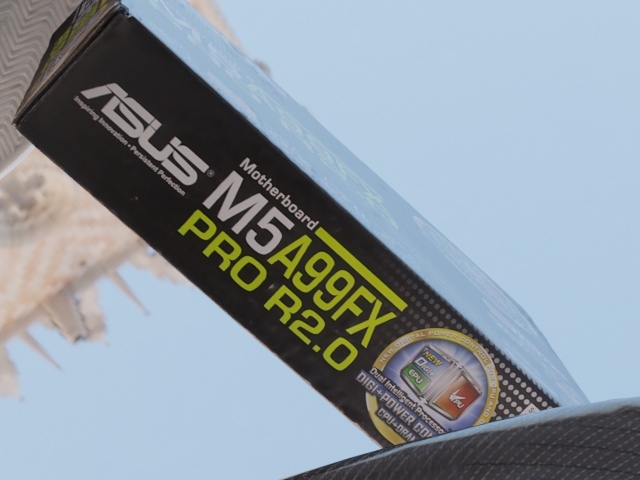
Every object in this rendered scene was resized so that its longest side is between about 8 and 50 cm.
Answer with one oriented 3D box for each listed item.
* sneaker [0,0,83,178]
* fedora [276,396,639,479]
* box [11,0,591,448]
[{"bbox_3d":[-0.164,-0.155,0.972,0.108,0.169,0.293,27,-93,-6],"label":"sneaker"},{"bbox_3d":[0.009,0.146,0.357,0.275,0.124,0.243,-19,-165,-17],"label":"fedora"},{"bbox_3d":[0.000,0.000,0.678,0.060,0.270,0.216,-46,-166,8],"label":"box"}]
